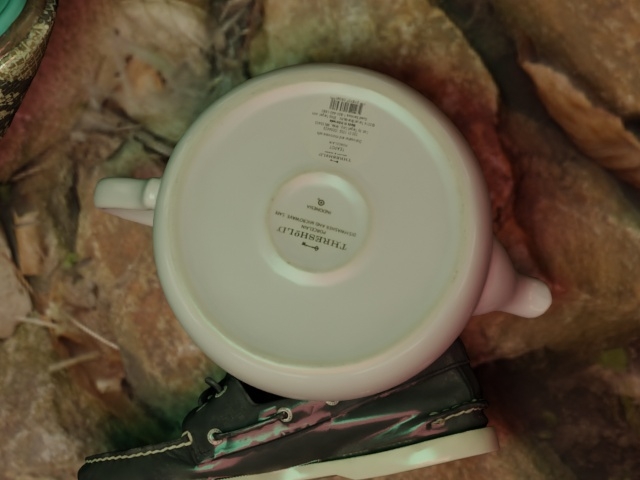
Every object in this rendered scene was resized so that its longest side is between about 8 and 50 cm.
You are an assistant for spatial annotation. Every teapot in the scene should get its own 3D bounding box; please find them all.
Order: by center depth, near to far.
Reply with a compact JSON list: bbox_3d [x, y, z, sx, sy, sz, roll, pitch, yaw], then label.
[{"bbox_3d":[0.000,0.000,1.204,0.252,0.187,0.256,-32,82,-1],"label":"teapot"}]

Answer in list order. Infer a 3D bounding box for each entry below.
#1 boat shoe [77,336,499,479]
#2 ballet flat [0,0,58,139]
[{"bbox_3d":[-0.036,0.138,1.305,0.340,0.127,0.113,-11,84,18],"label":"boat shoe"},{"bbox_3d":[-0.370,-0.067,1.235,0.482,0.164,0.182,-15,134,18],"label":"ballet flat"}]
